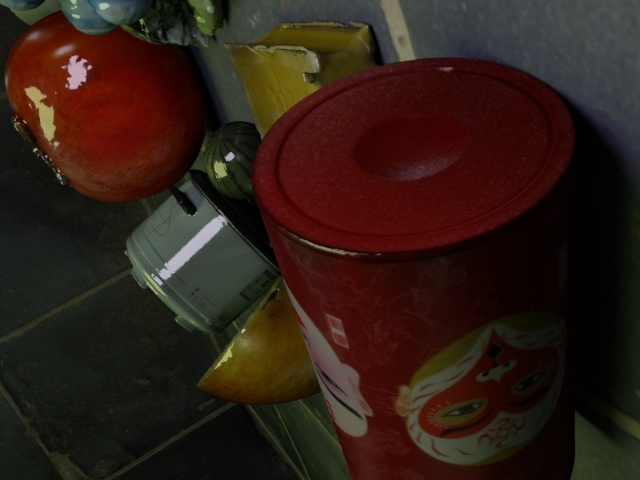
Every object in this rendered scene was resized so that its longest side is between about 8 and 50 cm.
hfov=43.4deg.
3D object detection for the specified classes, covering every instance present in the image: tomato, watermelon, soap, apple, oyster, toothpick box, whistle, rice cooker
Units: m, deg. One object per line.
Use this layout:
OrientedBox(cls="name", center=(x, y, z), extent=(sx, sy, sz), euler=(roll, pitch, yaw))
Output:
OrientedBox(cls="tomato", center=(-0.350, -0.226, 1.327), extent=(0.325, 0.290, 0.293), euler=(60, 167, -24))
OrientedBox(cls="watermelon", center=(-0.106, -0.105, 1.130), extent=(0.105, 0.105, 0.133), euler=(49, 177, 37))
OrientedBox(cls="soap", center=(-0.010, -0.141, 0.797), extent=(0.233, 0.076, 0.135), euler=(33, 148, 62))
OrientedBox(cls="apple", center=(-0.053, 0.141, 1.163), extent=(0.346, 0.254, 0.179), euler=(141, 126, -85))
OrientedBox(cls="oyster", center=(-0.270, -0.401, 1.089), extent=(0.351, 0.158, 0.162), euler=(57, -151, -13))
OrientedBox(cls="toothpick box", center=(0.087, 0.059, 0.602), extent=(0.204, 0.204, 0.333), euler=(45, 158, 46))
OrientedBox(cls="whistle", center=(-0.135, -0.312, 0.952), extent=(0.198, 0.057, 0.104), euler=(85, 163, -72))
OrientedBox(cls="rice cooker", center=(-0.177, 0.011, 1.337), extent=(0.280, 0.227, 0.241), euler=(45, -177, -47))

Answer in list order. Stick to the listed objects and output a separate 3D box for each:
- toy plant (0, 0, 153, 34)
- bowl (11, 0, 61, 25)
OrientedBox(cls="toy plant", center=(-0.268, -0.371, 0.884), extent=(0.247, 0.247, 0.332), euler=(52, 159, 29))
OrientedBox(cls="bowl", center=(-0.463, -0.485, 1.448), extent=(0.112, 0.211, 0.211), euler=(5, 127, 41))
